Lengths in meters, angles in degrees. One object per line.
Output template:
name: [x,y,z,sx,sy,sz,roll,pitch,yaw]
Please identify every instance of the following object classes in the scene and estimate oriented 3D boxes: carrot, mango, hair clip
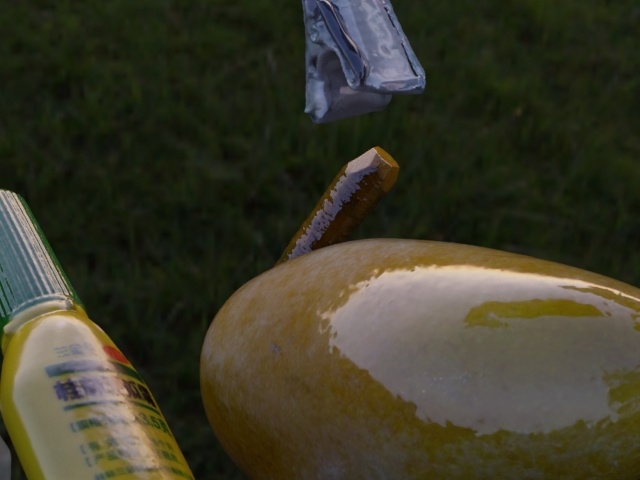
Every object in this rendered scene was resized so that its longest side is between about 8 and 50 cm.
carrot: [0.000,0.000,1.499,0.042,0.170,0.042,34,14,-10]
mango: [0.077,0.096,1.206,0.384,0.221,0.198,-4,58,42]
hair clip: [0.006,-0.174,1.018,0.159,0.071,0.218,-10,84,-43]

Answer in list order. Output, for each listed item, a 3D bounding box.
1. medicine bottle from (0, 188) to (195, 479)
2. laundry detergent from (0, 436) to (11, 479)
medicine bottle: [-0.145,0.072,1.071,0.095,0.064,0.260,7,38,-39]
laundry detergent: [-0.347,0.246,1.532,0.264,0.397,0.125,7,3,18]
